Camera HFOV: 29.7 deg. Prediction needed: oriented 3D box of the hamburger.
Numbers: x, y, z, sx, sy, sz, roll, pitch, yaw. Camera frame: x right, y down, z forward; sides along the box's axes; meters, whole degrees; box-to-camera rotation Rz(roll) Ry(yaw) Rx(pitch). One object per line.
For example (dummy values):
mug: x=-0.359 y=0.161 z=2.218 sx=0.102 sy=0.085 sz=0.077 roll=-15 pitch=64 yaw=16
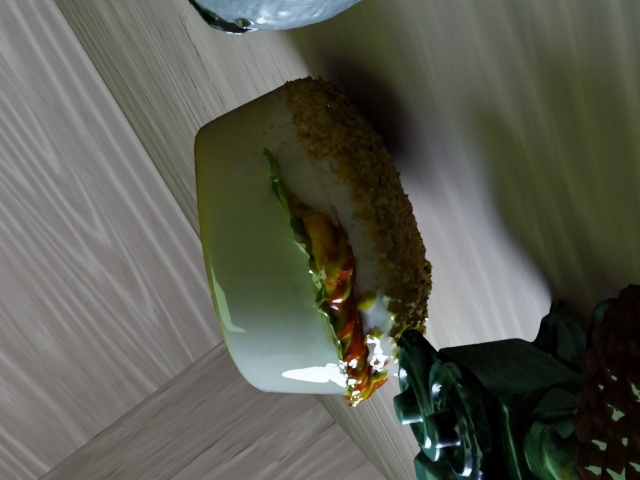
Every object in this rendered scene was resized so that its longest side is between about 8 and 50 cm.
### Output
hamburger: x=0.000 y=0.000 z=1.056 sx=0.294 sy=0.179 sz=0.276 roll=-99 pitch=-7 yaw=-47

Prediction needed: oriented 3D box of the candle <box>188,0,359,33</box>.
candle: x=0.016 y=-0.185 z=0.549 sx=0.169 sy=0.192 sz=0.068 roll=10 pitch=174 yaw=-10

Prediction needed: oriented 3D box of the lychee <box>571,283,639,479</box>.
lychee: x=0.195 y=0.094 z=0.545 sx=0.188 sy=0.188 sz=0.188 roll=51 pitch=170 yaw=13

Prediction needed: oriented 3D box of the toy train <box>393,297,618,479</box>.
toy train: x=0.158 y=0.169 z=0.887 sx=0.299 sy=0.167 sz=0.238 roll=-173 pitch=71 yaw=-83
